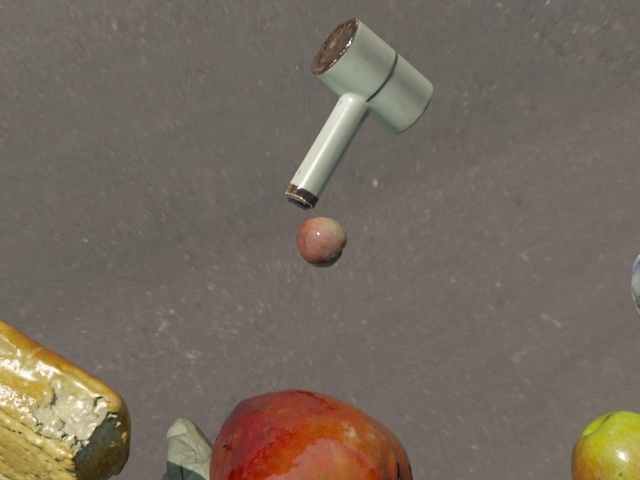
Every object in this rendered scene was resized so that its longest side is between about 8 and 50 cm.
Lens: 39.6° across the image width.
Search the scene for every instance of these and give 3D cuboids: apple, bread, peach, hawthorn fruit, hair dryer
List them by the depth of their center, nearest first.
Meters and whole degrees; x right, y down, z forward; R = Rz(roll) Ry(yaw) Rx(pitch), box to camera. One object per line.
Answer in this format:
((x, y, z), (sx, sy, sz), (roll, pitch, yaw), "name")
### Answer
((-0.027, 0.266, 0.986), (0.261, 0.224, 0.224), (29, 82, 45), "hawthorn fruit")
((-0.334, 0.195, 1.021), (0.246, 0.174, 0.121), (28, 39, 17), "bread")
((0.000, 0.002, 1.422), (0.083, 0.083, 0.083), (0, 84, -1), "peach")
((0.527, 0.390, 1.537), (0.196, 0.196, 0.195), (0, 84, -1), "apple")
((0.038, -0.194, 1.588), (0.203, 0.128, 0.362), (35, 76, -25), "hair dryer")

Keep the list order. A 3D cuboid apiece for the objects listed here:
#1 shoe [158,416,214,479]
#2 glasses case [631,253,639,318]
((-0.176, 0.332, 1.252), (0.098, 0.275, 0.103), (-36, 106, -11), "shoe")
((0.356, 0.053, 0.674), (0.065, 0.248, 0.086), (-33, 119, -32), "glasses case")
